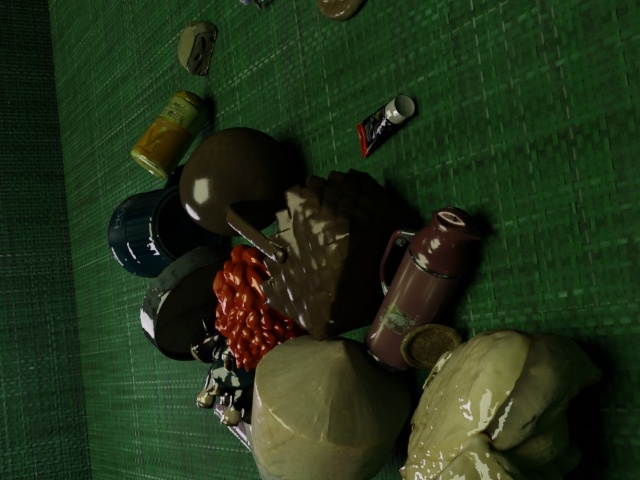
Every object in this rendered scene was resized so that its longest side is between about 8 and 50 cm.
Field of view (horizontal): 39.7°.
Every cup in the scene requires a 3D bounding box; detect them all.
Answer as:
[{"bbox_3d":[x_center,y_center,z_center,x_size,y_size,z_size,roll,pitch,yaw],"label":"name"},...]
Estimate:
[{"bbox_3d":[-0.386,-0.043,2.395,0.292,0.308,0.242,-7,119,58],"label":"cup"}]

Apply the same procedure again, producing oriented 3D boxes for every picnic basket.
[{"bbox_3d":[0.000,0.000,1.693,0.321,0.254,0.291,38,125,38],"label":"picnic basket"}]

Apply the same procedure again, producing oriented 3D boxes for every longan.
[{"bbox_3d":[-0.184,-0.128,1.989,0.258,0.258,0.257,9,100,58],"label":"longan"}]

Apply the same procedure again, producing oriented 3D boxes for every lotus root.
[{"bbox_3d":[-0.347,-0.530,2.391,0.144,0.070,0.143,46,130,48],"label":"lotus root"}]

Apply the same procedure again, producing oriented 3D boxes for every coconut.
[{"bbox_3d":[0.012,0.308,1.669,0.329,0.329,0.328,9,100,58],"label":"coconut"}]

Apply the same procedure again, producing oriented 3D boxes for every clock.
[{"bbox_3d":[-0.279,0.153,2.125,0.061,0.313,0.312,42,128,39],"label":"clock"}]

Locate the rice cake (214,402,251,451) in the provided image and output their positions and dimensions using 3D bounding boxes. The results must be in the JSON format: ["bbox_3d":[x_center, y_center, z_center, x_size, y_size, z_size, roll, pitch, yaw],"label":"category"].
[{"bbox_3d":[-0.199,0.479,2.262,0.270,0.055,0.048,30,113,56],"label":"rice cake"}]

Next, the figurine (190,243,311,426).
[{"bbox_3d":[-0.163,0.218,1.984,0.411,0.241,0.306,-57,35,34],"label":"figurine"}]

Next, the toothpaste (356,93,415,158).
[{"bbox_3d":[0.116,-0.219,1.692,0.193,0.045,0.071,150,113,-62],"label":"toothpaste"}]

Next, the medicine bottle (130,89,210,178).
[{"bbox_3d":[-0.393,-0.289,2.363,0.124,0.124,0.238,11,67,58],"label":"medicine bottle"}]

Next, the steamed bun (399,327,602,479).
[{"bbox_3d":[0.261,0.310,1.303,0.372,0.230,0.325,-64,6,-9],"label":"steamed bun"}]

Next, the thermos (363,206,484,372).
[{"bbox_3d":[0.176,0.070,1.553,0.136,0.110,0.330,-116,37,-44],"label":"thermos"}]

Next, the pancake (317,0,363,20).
[{"bbox_3d":[0.034,-0.565,1.789,0.222,0.042,0.236,-3,90,61],"label":"pancake"}]

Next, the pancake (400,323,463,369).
[{"bbox_3d":[0.194,0.186,1.545,0.011,0.115,0.114,-84,12,-56],"label":"pancake"}]

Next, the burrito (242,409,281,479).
[{"bbox_3d":[-0.096,0.498,2.049,0.139,0.101,0.445,-56,47,39],"label":"burrito"}]

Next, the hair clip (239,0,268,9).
[{"bbox_3d":[-0.157,-0.620,2.105,0.195,0.052,0.124,44,124,39],"label":"hair clip"}]
